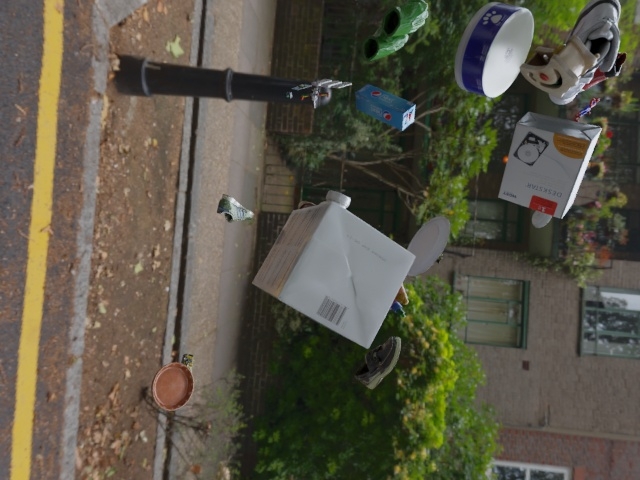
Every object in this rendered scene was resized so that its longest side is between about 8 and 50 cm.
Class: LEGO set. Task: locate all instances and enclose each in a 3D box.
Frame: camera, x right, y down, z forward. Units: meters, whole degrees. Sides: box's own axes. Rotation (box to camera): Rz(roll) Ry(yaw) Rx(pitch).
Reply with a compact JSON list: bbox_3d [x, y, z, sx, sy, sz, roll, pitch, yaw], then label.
[{"bbox_3d":[-0.017,-0.604,1.719,0.182,0.244,0.060,30,-43,44],"label":"LEGO set"}]

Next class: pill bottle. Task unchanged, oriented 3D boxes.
[{"bbox_3d":[0.043,-0.094,2.152,0.169,0.169,0.302,65,47,-84],"label":"pill bottle"}]

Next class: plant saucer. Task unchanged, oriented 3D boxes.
[{"bbox_3d":[-0.273,0.269,0.776,0.083,0.013,0.084,20,63,-45],"label":"plant saucer"}]

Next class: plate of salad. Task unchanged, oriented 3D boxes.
[{"bbox_3d":[0.313,0.021,1.223,0.200,0.048,0.200,-53,-164,23],"label":"plate of salad"}]

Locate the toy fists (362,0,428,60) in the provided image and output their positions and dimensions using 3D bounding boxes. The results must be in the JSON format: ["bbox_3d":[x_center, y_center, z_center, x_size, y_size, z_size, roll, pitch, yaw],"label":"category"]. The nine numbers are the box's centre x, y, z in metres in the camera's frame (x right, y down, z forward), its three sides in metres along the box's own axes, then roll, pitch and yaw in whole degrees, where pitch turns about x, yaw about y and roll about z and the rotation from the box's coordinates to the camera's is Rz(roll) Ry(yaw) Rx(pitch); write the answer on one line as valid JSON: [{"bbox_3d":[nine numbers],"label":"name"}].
[{"bbox_3d":[0.257,-0.727,1.447,0.096,0.142,0.279,67,-22,1],"label":"toy fists"}]

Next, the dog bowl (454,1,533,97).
[{"bbox_3d":[0.549,-0.597,1.328,0.264,0.104,0.265,-29,138,-30],"label":"dog bowl"}]

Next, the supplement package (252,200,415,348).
[{"bbox_3d":[0.012,0.063,0.861,0.198,0.199,0.262,-61,-163,-9],"label":"supplement package"}]

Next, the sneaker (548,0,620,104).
[{"bbox_3d":[0.867,-0.589,1.405,0.366,0.137,0.210,91,20,-51],"label":"sneaker"}]

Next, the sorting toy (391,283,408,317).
[{"bbox_3d":[0.316,0.247,1.726,0.126,0.127,0.366,50,-6,27],"label":"sorting toy"}]

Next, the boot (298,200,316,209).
[{"bbox_3d":[0.000,0.000,1.339,0.249,0.090,0.207,64,-4,-27],"label":"boot"}]

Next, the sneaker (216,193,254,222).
[{"bbox_3d":[-0.343,-0.107,1.667,0.192,0.064,0.086,41,70,-56],"label":"sneaker"}]

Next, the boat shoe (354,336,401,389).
[{"bbox_3d":[0.165,0.358,1.237,0.080,0.073,0.224,-74,-174,-52],"label":"boat shoe"}]

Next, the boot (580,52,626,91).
[{"bbox_3d":[1.058,-0.701,1.593,0.176,0.088,0.245,-17,-123,55],"label":"boot"}]

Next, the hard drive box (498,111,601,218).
[{"bbox_3d":[0.602,-0.201,1.124,0.089,0.181,0.232,-39,140,-33],"label":"hard drive box"}]

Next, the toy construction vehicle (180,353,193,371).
[{"bbox_3d":[-0.356,0.345,1.118,0.086,0.035,0.099,-167,-89,-73],"label":"toy construction vehicle"}]

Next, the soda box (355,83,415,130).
[{"bbox_3d":[0.219,-0.458,1.438,0.067,0.210,0.071,-40,147,-22],"label":"soda box"}]

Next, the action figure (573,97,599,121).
[{"bbox_3d":[0.955,-0.470,1.500,0.115,0.030,0.038,-44,144,-7],"label":"action figure"}]

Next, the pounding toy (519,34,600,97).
[{"bbox_3d":[0.700,-0.527,1.220,0.155,0.154,0.269,-49,173,10],"label":"pounding toy"}]

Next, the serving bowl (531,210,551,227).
[{"bbox_3d":[0.768,-0.086,1.466,0.083,0.027,0.083,-59,-171,15],"label":"serving bowl"}]
